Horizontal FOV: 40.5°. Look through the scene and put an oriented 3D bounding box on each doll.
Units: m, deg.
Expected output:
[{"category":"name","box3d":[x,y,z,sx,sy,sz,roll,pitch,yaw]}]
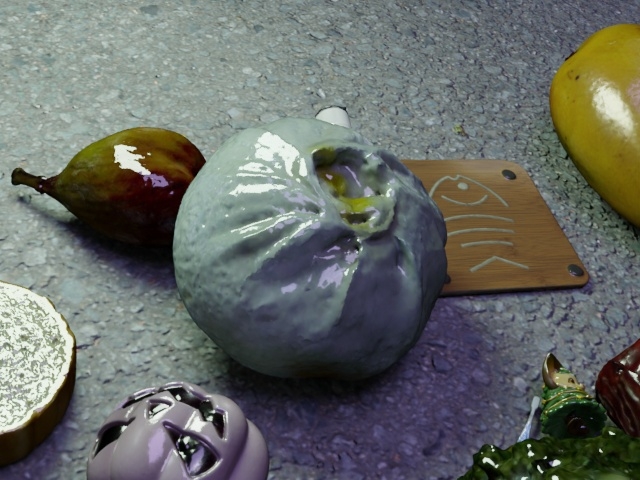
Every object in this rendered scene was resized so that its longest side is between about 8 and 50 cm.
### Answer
[{"category":"doll","box3d":[0.295,0.200,1.079,0.078,0.077,0.113,46,8,-29]}]

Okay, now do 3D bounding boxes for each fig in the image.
[{"category":"fig","box3d":[-0.280,-0.075,1.149,0.274,0.145,0.170,4,45,5]}]

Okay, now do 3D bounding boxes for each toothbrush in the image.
[{"category":"toothbrush","box3d":[0.241,0.247,1.038,0.014,0.017,0.162,19,43,15]}]

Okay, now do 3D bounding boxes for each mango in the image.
[{"category":"mango","box3d":[0.548,-0.159,1.391,0.300,0.232,0.445,-10,58,-30]}]

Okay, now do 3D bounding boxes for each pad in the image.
[{"category":"pad","box3d":[0.233,-0.029,1.321,0.286,0.018,0.284,-1,45,-18]}]

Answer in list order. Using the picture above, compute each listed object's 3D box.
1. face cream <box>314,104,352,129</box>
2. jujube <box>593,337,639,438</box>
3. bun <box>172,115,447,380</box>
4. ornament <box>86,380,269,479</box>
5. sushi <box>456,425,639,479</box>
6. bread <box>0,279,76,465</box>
[{"category":"face cream","box3d":[0.035,-0.102,1.315,0.092,0.058,0.243,3,51,-19]},{"category":"jujube","box3d":[0.464,0.246,0.980,0.216,0.216,0.342,-18,44,-30]},{"category":"bun","box3d":[0.000,0.000,1.049,0.362,0.211,0.362,14,58,-24]},{"category":"ornament","box3d":[-0.141,0.232,0.840,0.177,0.177,0.177,8,44,-8]},{"category":"sushi","box3d":[0.239,0.333,0.755,0.178,0.294,0.352,5,42,-16]},{"category":"bread","box3d":[-0.382,0.138,0.942,0.236,0.070,0.236,9,44,-8]}]
